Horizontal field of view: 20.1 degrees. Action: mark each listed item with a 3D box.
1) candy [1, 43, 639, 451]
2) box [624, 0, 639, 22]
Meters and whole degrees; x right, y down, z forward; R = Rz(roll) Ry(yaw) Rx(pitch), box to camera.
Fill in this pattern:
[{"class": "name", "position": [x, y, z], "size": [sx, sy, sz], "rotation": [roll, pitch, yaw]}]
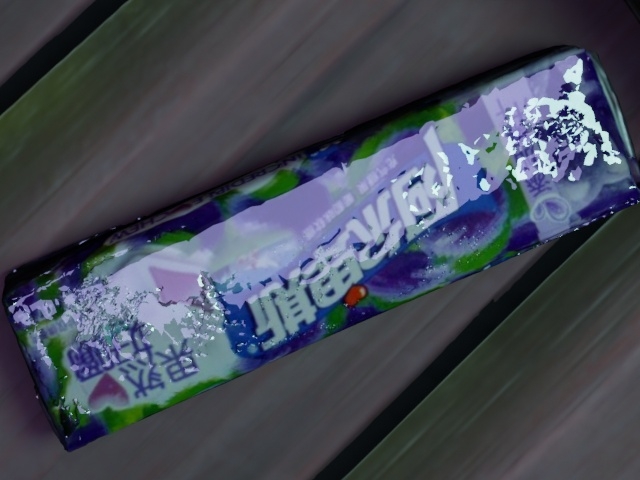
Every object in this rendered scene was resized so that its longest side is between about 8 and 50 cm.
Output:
[{"class": "candy", "position": [0.000, 0.000, 0.869], "size": [0.312, 0.061, 0.088], "rotation": [-23, 99, -2]}, {"class": "box", "position": [0.251, -0.098, 0.836], "size": [0.149, 0.155, 0.231], "rotation": [-35, 98, 2]}]
